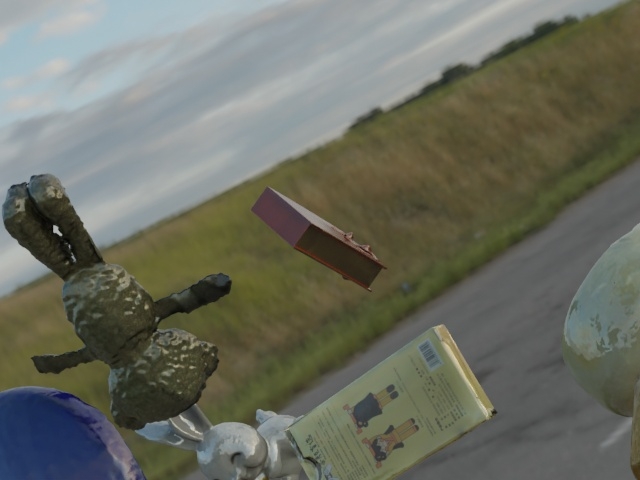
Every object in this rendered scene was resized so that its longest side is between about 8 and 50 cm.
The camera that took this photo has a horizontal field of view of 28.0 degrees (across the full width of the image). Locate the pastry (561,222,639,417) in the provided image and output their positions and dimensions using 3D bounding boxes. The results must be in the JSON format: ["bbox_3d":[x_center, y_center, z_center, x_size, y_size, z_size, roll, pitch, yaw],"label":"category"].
[{"bbox_3d":[0.405,0.094,1.575,0.264,0.133,0.265,-29,-42,-29],"label":"pastry"}]

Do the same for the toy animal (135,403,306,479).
[{"bbox_3d":[-0.111,0.243,1.462,0.181,0.127,0.131,4,-60,-34],"label":"toy animal"}]

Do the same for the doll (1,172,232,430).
[{"bbox_3d":[-0.217,0.070,1.270,0.203,0.286,0.091,-56,30,8],"label":"doll"}]

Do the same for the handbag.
[{"bbox_3d":[0.000,0.000,1.888,0.190,0.127,0.063,29,-83,-45],"label":"handbag"}]

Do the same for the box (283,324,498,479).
[{"bbox_3d":[0.045,0.125,0.880,0.149,0.073,0.020,-37,-16,27],"label":"box"}]

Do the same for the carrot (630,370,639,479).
[{"bbox_3d":[0.290,0.028,0.817,0.302,0.114,0.114,-60,14,-21],"label":"carrot"}]

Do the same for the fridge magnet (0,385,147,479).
[{"bbox_3d":[-0.245,0.262,1.146,0.265,0.265,0.112,-27,-13,29],"label":"fridge magnet"}]
